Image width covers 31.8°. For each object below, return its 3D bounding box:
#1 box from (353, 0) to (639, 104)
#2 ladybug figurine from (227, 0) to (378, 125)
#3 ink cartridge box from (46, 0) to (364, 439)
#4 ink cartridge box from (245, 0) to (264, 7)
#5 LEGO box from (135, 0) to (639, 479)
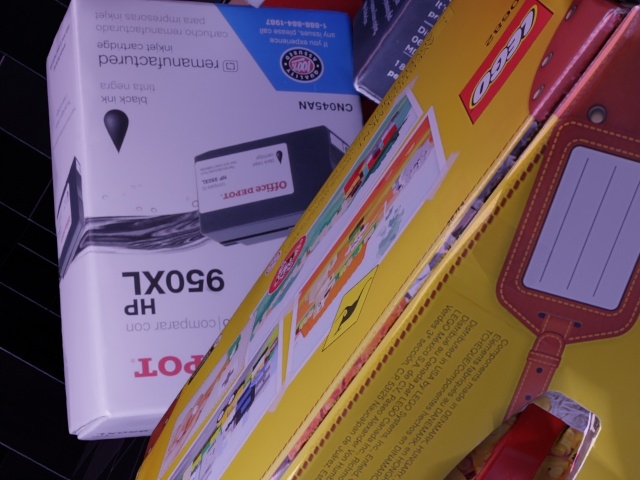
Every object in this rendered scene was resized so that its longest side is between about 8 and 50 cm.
[{"bbox_3d":[0.218,-0.270,0.968,0.395,0.212,0.293,-55,11,19],"label":"box"},{"bbox_3d":[0.030,-0.203,1.391,0.449,0.305,0.162,-37,26,-24],"label":"ladybug figurine"},{"bbox_3d":[-0.103,-0.019,1.096,0.166,0.285,0.395,145,121,-63],"label":"ink cartridge box"},{"bbox_3d":[-0.017,-0.299,0.957,0.181,0.056,0.225,-60,9,-1],"label":"ink cartridge box"},{"bbox_3d":[0.069,0.080,0.706,0.500,0.193,0.372,-55,11,17],"label":"LEGO box"}]
